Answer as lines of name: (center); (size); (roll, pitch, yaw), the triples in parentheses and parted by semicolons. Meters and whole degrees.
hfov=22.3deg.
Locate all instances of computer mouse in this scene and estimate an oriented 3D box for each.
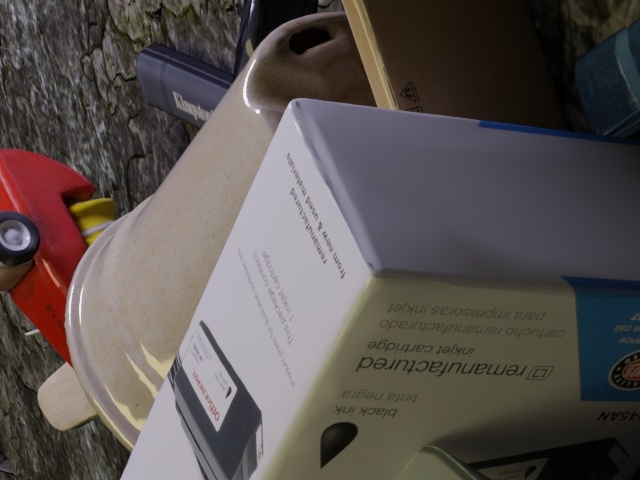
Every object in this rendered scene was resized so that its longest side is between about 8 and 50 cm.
computer mouse: (-0.020, -0.257, 1.336); (0.184, 0.060, 0.262); (114, 164, -57)

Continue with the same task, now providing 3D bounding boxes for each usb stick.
usb stick: (-0.120, -0.149, 1.700); (0.278, 0.045, 0.077); (29, 130, 55)

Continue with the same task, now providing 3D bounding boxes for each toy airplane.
toy airplane: (-0.190, 0.088, 1.776); (0.386, 0.272, 0.384); (15, 127, 30)

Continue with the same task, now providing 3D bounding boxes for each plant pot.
plant pot: (0.000, 0.000, 1.290); (0.334, 0.334, 0.305); (59, 140, 26)

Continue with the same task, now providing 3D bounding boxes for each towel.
towel: (0.211, -0.109, 1.071); (0.119, 0.029, 0.067); (-31, 77, 65)

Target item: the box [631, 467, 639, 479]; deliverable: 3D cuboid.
box: (0.201, 0.201, 1.262); (0.183, 0.056, 0.231); (42, 141, 49)

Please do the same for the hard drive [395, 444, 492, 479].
hard drive: (0.220, 0.258, 1.002); (0.353, 0.047, 0.233); (34, -177, -40)

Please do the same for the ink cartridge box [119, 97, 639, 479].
ink cartridge box: (0.058, 0.118, 1.096); (0.395, 0.285, 0.166); (-64, 35, 36)

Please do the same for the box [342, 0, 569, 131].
box: (0.092, -0.139, 1.139); (0.021, 0.164, 0.201); (-21, 87, 49)
